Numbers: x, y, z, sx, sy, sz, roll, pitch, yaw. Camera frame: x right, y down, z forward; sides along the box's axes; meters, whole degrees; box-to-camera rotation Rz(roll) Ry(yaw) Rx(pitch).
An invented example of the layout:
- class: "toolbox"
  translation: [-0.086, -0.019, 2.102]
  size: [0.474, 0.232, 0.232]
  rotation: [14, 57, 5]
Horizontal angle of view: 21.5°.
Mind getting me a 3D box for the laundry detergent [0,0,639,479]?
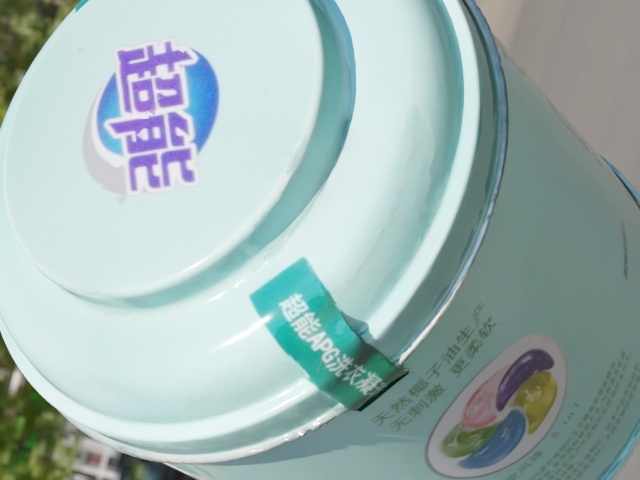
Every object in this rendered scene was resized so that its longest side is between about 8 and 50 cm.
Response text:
- class: "laundry detergent"
  translation: [0.000, 0.000, 0.880]
  size: [0.305, 0.287, 0.287]
  rotation: [37, -120, -51]
